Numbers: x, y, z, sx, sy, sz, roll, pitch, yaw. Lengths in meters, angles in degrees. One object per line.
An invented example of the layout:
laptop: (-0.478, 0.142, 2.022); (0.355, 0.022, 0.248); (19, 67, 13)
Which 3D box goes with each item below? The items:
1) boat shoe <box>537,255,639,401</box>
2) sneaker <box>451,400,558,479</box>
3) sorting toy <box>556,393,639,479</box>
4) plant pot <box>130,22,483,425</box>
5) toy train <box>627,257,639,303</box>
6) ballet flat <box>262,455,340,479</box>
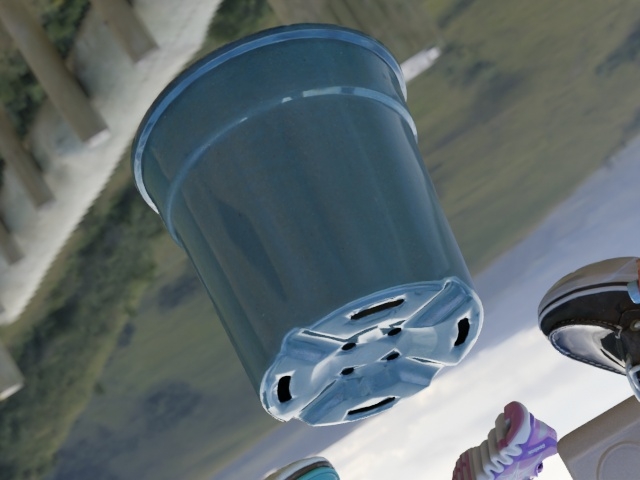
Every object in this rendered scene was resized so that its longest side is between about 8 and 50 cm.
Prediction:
boat shoe: (0.314, 0.094, 1.103); (0.335, 0.121, 0.119); (-2, -132, 49)
sneaker: (0.287, 0.351, 1.979); (0.236, 0.104, 0.095); (-55, -158, 37)
sorting toy: (0.376, 0.262, 1.362); (0.193, 0.208, 0.038); (-28, 176, -9)
plant pot: (0.000, 0.000, 1.409); (0.341, 0.334, 0.341); (-17, 147, -12)
toy train: (0.308, 0.020, 0.992); (0.166, 0.046, 0.125); (-25, -157, 31)
ballet flat: (-0.124, 0.422, 1.603); (0.400, 0.139, 0.139); (-54, -171, -31)
